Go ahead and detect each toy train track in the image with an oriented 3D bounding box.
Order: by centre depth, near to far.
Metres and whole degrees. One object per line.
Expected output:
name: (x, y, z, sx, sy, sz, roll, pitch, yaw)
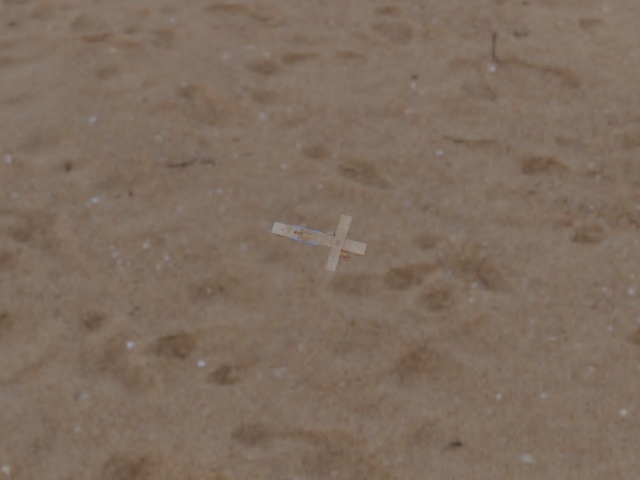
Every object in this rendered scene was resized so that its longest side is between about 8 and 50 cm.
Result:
toy train track: (0.000, 0.000, 0.997, 0.083, 0.014, 0.048, 14, 77, 21)
